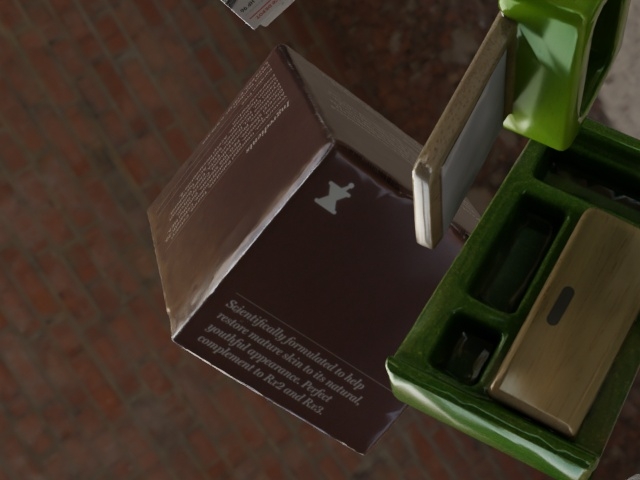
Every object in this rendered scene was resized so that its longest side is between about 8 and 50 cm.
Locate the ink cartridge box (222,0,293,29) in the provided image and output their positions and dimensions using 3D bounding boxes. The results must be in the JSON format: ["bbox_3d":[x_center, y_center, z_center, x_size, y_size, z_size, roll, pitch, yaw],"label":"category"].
[{"bbox_3d":[-0.050,-0.188,0.979,0.083,0.048,0.028,38,-160,-34],"label":"ink cartridge box"}]

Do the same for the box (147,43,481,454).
[{"bbox_3d":[0.000,0.000,0.933,0.168,0.167,0.203,35,-166,-24],"label":"box"}]

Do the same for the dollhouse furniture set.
[{"bbox_3d":[0.189,0.030,0.510,0.302,0.151,0.197,25,159,17],"label":"dollhouse furniture set"}]

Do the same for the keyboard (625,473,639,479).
[{"bbox_3d":[0.089,0.224,0.764,0.072,0.256,0.014,61,-179,15],"label":"keyboard"}]
